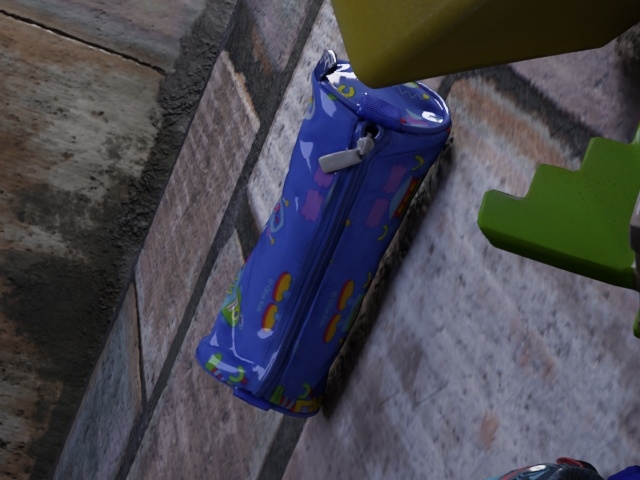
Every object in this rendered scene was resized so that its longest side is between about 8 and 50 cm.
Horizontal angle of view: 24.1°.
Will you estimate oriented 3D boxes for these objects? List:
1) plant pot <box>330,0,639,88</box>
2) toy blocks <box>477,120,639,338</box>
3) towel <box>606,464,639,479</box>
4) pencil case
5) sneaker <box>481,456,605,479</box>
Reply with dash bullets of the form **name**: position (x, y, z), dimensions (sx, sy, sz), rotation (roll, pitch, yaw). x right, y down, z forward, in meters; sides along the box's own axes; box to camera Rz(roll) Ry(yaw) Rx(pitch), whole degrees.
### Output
- **plant pot**: position (0.121, -0.225, 0.818), dimensions (0.187, 0.212, 0.212), rotation (-24, 83, 53)
- **toy blocks**: position (0.184, -0.091, 0.464), dimensions (0.381, 0.191, 0.261), rotation (35, -107, -75)
- **towel**: position (0.132, 0.229, 0.337), dimensions (0.076, 0.227, 0.308), rotation (-18, 40, 20)
- **pencil case**: position (0.000, 0.000, 1.227), dimensions (0.133, 0.119, 0.306), rotation (-62, -4, -69)
- **sneaker**: position (0.082, 0.214, 0.676), dimensions (0.125, 0.104, 0.262), rotation (-46, 28, 54)
